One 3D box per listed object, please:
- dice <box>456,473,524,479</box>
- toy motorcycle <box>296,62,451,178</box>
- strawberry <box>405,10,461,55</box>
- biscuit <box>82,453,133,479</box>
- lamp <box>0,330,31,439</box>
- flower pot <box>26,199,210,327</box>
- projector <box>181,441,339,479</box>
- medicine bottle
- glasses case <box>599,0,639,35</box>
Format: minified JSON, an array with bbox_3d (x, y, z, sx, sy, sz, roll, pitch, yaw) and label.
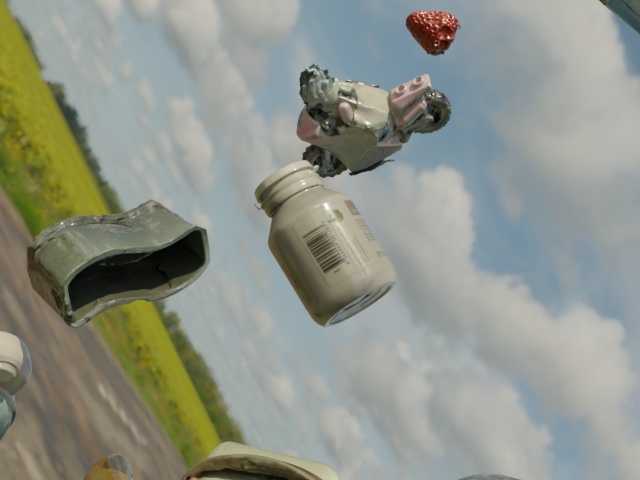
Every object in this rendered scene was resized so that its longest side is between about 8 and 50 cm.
[{"bbox_3d":[0.207,0.391,1.323,0.182,0.183,0.181,-75,-178,-56],"label":"dice"},{"bbox_3d":[0.052,-0.193,1.712,0.204,0.239,0.108,49,10,-40],"label":"toy motorcycle"},{"bbox_3d":[0.171,-0.324,1.804,0.073,0.083,0.073,-166,-90,-81],"label":"strawberry"},{"bbox_3d":[-0.372,0.459,1.786,0.062,0.237,0.290,47,0,-21],"label":"biscuit"},{"bbox_3d":[-0.480,0.220,1.539,0.179,0.246,0.108,26,26,-48],"label":"lamp"},{"bbox_3d":[-0.270,0.023,1.560,0.108,0.229,0.103,34,-51,38],"label":"flower pot"},{"bbox_3d":[-0.074,0.339,1.200,0.177,0.163,0.242,-59,157,-60],"label":"projector"},{"bbox_3d":[0.000,0.000,1.619,0.215,0.135,0.135,59,-10,13],"label":"medicine bottle"},{"bbox_3d":[0.400,-0.327,1.556,0.184,0.039,0.077,13,37,-56],"label":"glasses case"}]
